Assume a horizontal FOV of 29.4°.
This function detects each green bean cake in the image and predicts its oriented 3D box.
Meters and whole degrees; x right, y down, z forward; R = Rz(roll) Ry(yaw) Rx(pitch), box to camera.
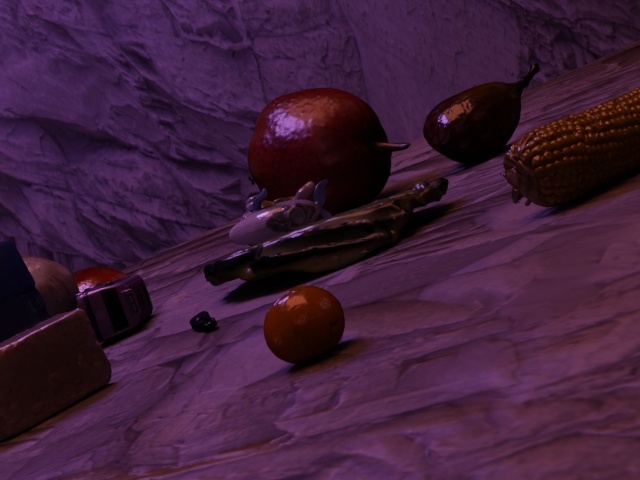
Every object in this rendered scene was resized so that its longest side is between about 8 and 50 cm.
[{"bbox_3d":[-0.367,0.172,1.569,0.179,0.109,0.085,-28,8,-36],"label":"green bean cake"}]

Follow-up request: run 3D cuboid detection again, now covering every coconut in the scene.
[{"bbox_3d":[-0.513,0.136,2.114,0.224,0.224,0.224,-23,6,3],"label":"coconut"}]

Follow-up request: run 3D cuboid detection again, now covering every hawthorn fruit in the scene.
[{"bbox_3d":[0.030,-0.180,2.487,0.369,0.284,0.285,-7,15,38],"label":"hawthorn fruit"}]

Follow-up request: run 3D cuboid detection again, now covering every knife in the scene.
[{"bbox_3d":[-0.163,0.116,1.725,0.031,0.018,0.121,-27,8,-15],"label":"knife"}]

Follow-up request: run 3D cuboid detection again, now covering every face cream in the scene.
[{"bbox_3d":[-0.523,0.150,1.822,0.249,0.225,0.249,-26,4,2],"label":"face cream"}]

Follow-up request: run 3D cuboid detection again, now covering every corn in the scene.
[{"bbox_3d":[0.354,-0.121,1.473,0.293,0.106,0.106,-22,5,-17],"label":"corn"}]

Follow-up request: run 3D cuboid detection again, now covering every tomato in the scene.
[{"bbox_3d":[-0.486,0.116,2.556,0.228,0.112,0.199,-30,10,-28],"label":"tomato"}]

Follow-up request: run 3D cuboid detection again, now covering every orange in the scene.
[{"bbox_3d":[-0.016,0.081,1.199,0.083,0.070,0.083,-28,3,2],"label":"orange"}]

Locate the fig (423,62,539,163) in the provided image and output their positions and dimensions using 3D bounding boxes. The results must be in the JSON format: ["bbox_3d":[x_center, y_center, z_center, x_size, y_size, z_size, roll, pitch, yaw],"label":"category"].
[{"bbox_3d":[0.333,-0.255,2.404,0.274,0.145,0.170,-39,9,-7],"label":"fig"}]

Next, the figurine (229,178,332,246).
[{"bbox_3d":[-0.068,-0.036,2.235,0.209,0.128,0.184,-17,1,-18],"label":"figurine"}]

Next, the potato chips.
[{"bbox_3d":[0.000,0.000,1.917,0.429,0.070,0.358,-20,4,24],"label":"potato chips"}]

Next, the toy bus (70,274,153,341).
[{"bbox_3d":[-0.353,0.116,2.104,0.108,0.096,0.199,-19,3,1],"label":"toy bus"}]
